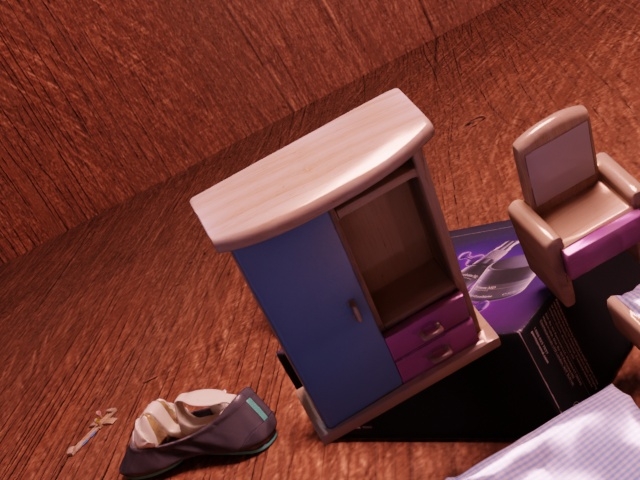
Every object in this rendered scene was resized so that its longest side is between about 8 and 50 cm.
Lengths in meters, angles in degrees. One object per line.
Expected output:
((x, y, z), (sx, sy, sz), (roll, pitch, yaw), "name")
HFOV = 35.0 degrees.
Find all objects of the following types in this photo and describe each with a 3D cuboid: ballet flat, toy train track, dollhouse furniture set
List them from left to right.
((-0.273, 0.223, 1.205), (0.048, 0.014, 0.083), (-16, 22, 40), "toy train track")
((-0.132, 0.182, 0.992), (0.203, 0.074, 0.074), (-19, 20, 34), "ballet flat")
((0.114, 0.072, 0.534), (0.286, 0.198, 0.303), (-29, 43, -5), "dollhouse furniture set")

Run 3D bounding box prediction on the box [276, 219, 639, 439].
((0.120, 0.070, 0.845), (0.261, 0.103, 0.184), (-12, 21, 46), "box")
